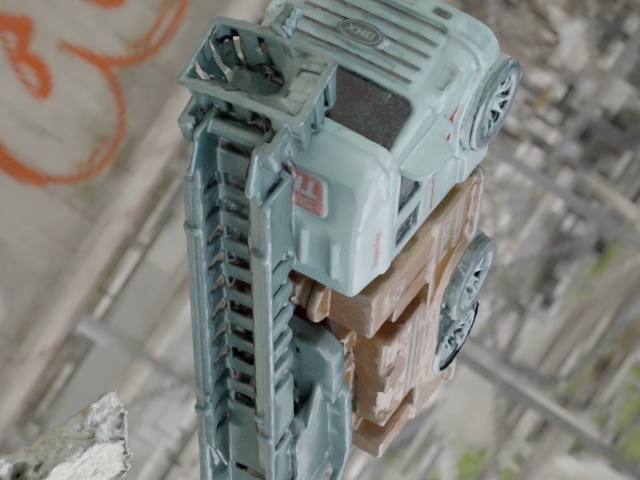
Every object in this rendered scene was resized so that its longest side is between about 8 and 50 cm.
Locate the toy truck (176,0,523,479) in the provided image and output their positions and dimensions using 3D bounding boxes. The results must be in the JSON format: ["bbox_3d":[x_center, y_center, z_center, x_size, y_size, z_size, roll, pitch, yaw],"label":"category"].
[{"bbox_3d":[0.000,0.000,1.032,0.184,0.133,0.338,-52,159,-33],"label":"toy truck"}]

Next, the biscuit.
[{"bbox_3d":[-0.209,0.179,1.436,0.188,0.040,0.265,-41,166,17],"label":"biscuit"}]
